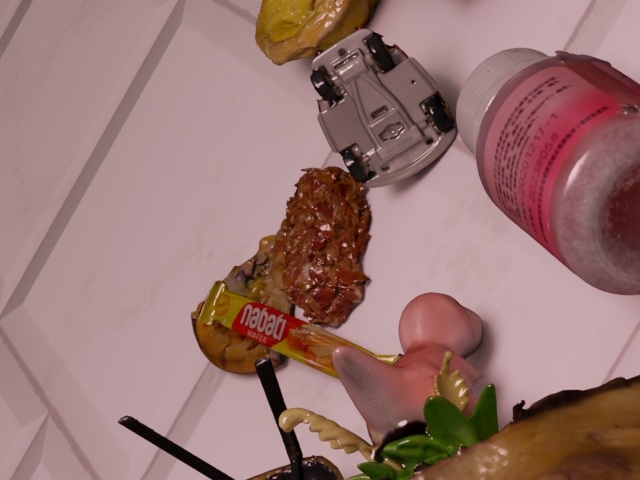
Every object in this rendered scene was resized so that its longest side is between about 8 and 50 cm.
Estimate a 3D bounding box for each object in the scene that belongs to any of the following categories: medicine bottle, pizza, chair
[{"bbox_3d":[0.194,-0.064,1.456,0.147,0.147,0.247,-58,28,9],"label":"medicine bottle"},{"bbox_3d":[-0.057,0.051,1.887,0.176,0.036,0.184,-59,29,7],"label":"pizza"},{"bbox_3d":[-0.054,0.248,1.579,0.172,0.247,0.159,-23,42,17],"label":"chair"}]

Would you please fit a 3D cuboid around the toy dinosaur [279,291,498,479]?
[{"bbox_3d":[0.082,0.107,1.492,0.152,0.194,0.177,-47,52,42],"label":"toy dinosaur"}]

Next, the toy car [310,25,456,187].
[{"bbox_3d":[0.051,-0.131,1.779,0.112,0.139,0.112,-31,15,9],"label":"toy car"}]

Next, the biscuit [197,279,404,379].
[{"bbox_3d":[-0.019,0.091,1.765,0.292,0.026,0.048,19,88,51],"label":"biscuit"}]

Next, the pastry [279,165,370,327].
[{"bbox_3d":[-0.002,0.001,1.809,0.087,0.063,0.169,-35,38,36],"label":"pastry"}]

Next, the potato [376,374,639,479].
[{"bbox_3d":[0.167,0.252,1.145,0.301,0.289,0.237,-26,50,-6],"label":"potato"}]

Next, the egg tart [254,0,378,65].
[{"bbox_3d":[0.007,-0.256,2.005,0.191,0.074,0.191,-41,34,35],"label":"egg tart"}]
